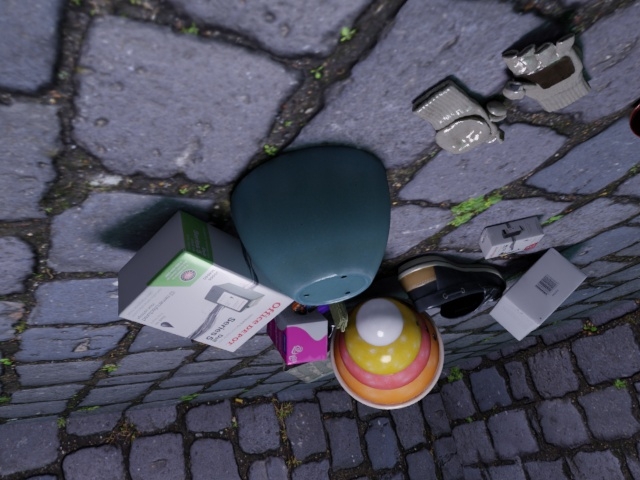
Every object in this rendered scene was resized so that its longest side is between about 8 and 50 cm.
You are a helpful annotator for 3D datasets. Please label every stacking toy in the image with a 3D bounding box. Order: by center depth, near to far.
[{"bbox_3d":[0.178,0.273,1.425,0.351,0.350,0.480,-14,158,3],"label":"stacking toy"}]

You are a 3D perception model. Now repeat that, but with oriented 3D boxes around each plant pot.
[{"bbox_3d":[0.000,0.000,0.913,0.291,0.195,0.290,-11,154,-6],"label":"plant pot"}]

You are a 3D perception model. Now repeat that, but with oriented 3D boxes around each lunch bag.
[{"bbox_3d":[0.021,0.378,1.841,0.287,0.168,0.235,-24,152,6],"label":"lunch bag"}]

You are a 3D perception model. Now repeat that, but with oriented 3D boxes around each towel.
[{"bbox_3d":[0.041,0.163,1.379,0.027,0.148,0.110,-14,158,-13],"label":"towel"}]

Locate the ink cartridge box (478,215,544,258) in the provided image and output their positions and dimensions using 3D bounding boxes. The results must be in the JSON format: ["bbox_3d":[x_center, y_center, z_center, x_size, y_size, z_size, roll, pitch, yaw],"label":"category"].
[{"bbox_3d":[0.490,-0.005,1.338,0.136,0.056,0.099,-14,157,1],"label":"ink cartridge box"}]

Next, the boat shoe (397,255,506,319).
[{"bbox_3d":[0.414,0.159,1.554,0.187,0.155,0.501,-32,151,34],"label":"boat shoe"}]

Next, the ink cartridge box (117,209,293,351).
[{"bbox_3d":[-0.217,0.090,1.006,0.198,0.114,0.273,-41,134,21],"label":"ink cartridge box"}]

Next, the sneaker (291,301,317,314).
[{"bbox_3d":[-0.002,0.088,1.280,0.221,0.087,0.083,-41,144,18],"label":"sneaker"}]

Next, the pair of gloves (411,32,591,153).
[{"bbox_3d":[0.281,-0.209,0.791,0.240,0.042,0.204,-24,154,26],"label":"pair of gloves"}]

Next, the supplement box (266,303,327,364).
[{"bbox_3d":[-0.067,0.230,1.383,0.114,0.111,0.220,-4,-167,-20],"label":"supplement box"}]

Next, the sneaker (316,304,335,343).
[{"bbox_3d":[-0.040,0.260,1.558,0.102,0.146,0.293,7,149,-38],"label":"sneaker"}]

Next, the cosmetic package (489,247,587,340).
[{"bbox_3d":[0.677,0.174,1.634,0.224,0.138,0.224,-41,158,-11],"label":"cosmetic package"}]

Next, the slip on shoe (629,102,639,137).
[{"bbox_3d":[0.564,-0.244,0.772,0.102,0.122,0.331,-11,162,7],"label":"slip on shoe"}]

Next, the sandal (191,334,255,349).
[{"bbox_3d":[-0.307,0.323,1.673,0.220,0.060,0.090,9,148,-41],"label":"sandal"}]
